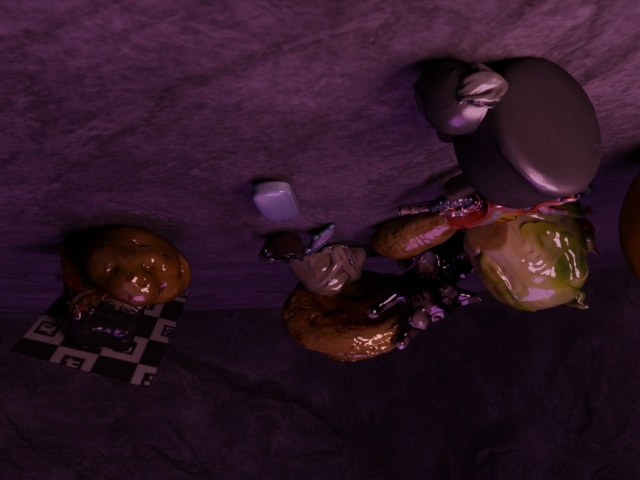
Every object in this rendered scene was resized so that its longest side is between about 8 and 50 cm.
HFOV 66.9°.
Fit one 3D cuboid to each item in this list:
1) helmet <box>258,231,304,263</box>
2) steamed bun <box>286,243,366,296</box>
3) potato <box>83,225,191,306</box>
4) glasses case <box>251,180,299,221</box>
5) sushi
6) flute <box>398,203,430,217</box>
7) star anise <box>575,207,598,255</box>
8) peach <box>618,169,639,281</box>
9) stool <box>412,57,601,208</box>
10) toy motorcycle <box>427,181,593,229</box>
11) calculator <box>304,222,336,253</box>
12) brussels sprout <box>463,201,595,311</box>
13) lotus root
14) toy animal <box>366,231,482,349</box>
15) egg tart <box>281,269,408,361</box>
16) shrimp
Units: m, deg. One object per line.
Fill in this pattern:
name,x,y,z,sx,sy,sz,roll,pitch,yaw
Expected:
helmet,-0.095,0.016,1.197,0.123,0.070,0.098,-4,164,38
steamed bun,0.025,0.095,1.435,0.211,0.144,0.218,-14,166,32
potato,-0.391,0.059,1.073,0.196,0.176,0.369,-15,178,-12
glasses case,-0.078,-0.068,0.879,0.068,0.045,0.178,-6,168,3
sushi,-0.488,0.149,1.165,0.297,0.099,0.373,17,-154,-7
flute,0.285,-0.078,1.042,0.233,0.027,0.027,-8,167,10
star anise,0.626,-0.018,1.277,0.196,0.110,0.212,8,-149,43
peach,0.650,-0.044,0.772,0.308,0.307,0.332,-6,137,0
stool,0.207,-0.129,0.564,0.228,0.153,0.139,42,156,-11
toy motorcycle,0.345,-0.079,0.919,0.299,0.089,0.171,-6,169,1
calculator,0.000,0.000,1.199,0.094,0.019,0.141,-35,170,-18
brussels sprout,0.469,0.024,1.061,0.295,0.259,0.227,20,149,-20
lotus root,0.220,-0.014,1.156,0.110,0.097,0.259,8,158,-37
toy animal,0.310,0.095,1.263,0.303,0.194,0.344,-41,-171,47
egg tart,0.098,0.241,1.498,0.444,0.177,0.443,-3,-154,1
shrimp,-0.502,0.083,1.005,0.062,0.153,0.294,-30,-154,-14
